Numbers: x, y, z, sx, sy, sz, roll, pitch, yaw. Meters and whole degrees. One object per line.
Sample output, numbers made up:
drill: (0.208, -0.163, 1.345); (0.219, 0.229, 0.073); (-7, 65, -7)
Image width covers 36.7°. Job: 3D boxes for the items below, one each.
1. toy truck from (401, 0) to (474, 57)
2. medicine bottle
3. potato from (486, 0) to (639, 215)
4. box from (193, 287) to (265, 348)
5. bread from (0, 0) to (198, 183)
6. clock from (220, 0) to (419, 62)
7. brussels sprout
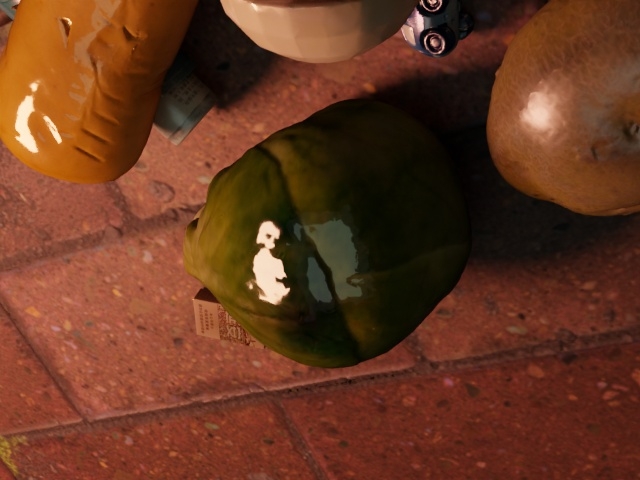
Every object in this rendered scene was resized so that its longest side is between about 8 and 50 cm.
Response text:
toy truck: (0.075, -0.188, 0.794); (0.090, 0.056, 0.073); (8, 122, 33)
medicine bottle: (-0.198, -0.202, 0.874); (0.258, 0.079, 0.124); (44, 123, -11)
potato: (0.228, -0.107, 0.712); (0.178, 0.160, 0.235); (12, 155, -39)
box: (-0.098, 0.086, 1.069); (0.083, 0.024, 0.053); (10, 126, 17)
bread: (-0.178, -0.184, 0.783); (0.142, 0.091, 0.305); (24, 121, -7)
clock: (-0.017, -0.290, 0.551); (0.342, 0.184, 0.326); (68, 162, 1)
brussels sprout: (0.000, 0.000, 0.864); (0.271, 0.210, 0.219); (-4, 118, 43)
